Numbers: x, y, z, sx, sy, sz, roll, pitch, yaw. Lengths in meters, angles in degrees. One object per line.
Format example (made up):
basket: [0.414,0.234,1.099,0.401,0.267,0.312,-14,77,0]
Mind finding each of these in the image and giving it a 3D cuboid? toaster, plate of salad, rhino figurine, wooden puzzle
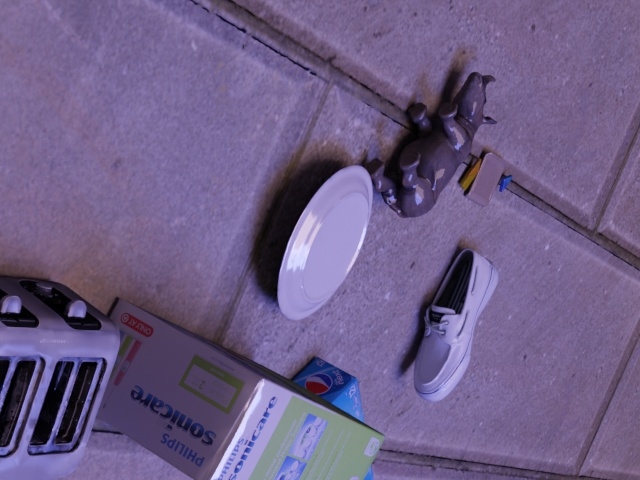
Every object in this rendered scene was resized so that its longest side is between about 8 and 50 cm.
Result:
toaster: [-0.287,0.127,1.080,0.168,0.110,0.185,11,102,-55]
plate of salad: [0.000,0.000,1.452,0.200,0.048,0.200,-46,151,-35]
rhino figurine: [0.153,-0.128,1.559,0.243,0.073,0.106,-50,140,-24]
wooden puzzle: [0.235,-0.088,1.750,0.078,0.014,0.116,-59,146,-2]

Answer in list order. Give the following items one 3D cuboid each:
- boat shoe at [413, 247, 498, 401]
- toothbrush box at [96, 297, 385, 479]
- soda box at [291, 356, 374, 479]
boat shoe: [0.178,0.115,1.754,0.076,0.083,0.226,41,64,-43]
toothbrush box: [-0.092,0.187,1.298,0.283,0.206,0.122,33,83,-55]
soda box: [0.014,0.256,1.606,0.067,0.071,0.210,-42,140,-31]
